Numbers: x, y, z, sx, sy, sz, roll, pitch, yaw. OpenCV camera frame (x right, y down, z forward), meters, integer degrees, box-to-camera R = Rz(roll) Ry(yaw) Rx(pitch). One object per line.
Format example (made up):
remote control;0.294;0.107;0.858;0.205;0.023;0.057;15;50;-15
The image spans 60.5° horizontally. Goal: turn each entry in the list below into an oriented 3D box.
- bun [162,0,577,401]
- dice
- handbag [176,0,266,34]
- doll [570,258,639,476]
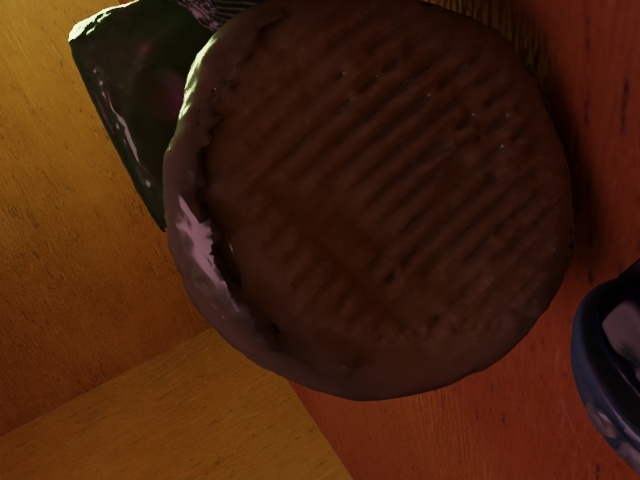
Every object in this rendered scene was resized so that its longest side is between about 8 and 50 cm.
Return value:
bun;0.033;-0.037;0.491;0.360;0.359;0.211;66;166;-8
dice;-0.179;-0.226;0.867;0.330;0.322;0.319;36;148;60
handbag;-0.098;-0.391;0.495;0.341;0.247;0.240;47;162;7
doll;0.249;0.066;0.329;0.177;0.141;0.314;55;159;36
